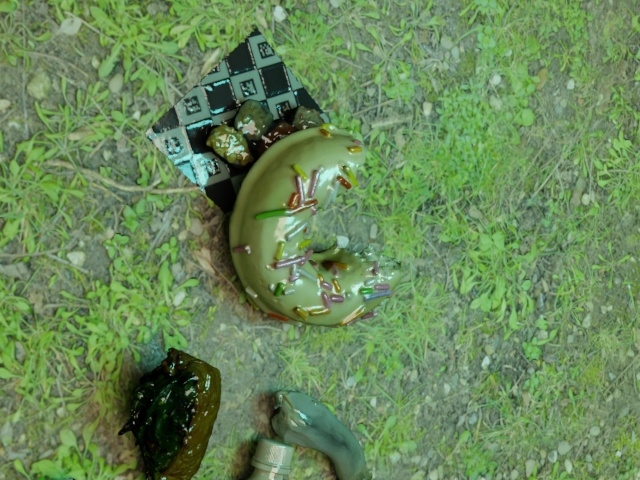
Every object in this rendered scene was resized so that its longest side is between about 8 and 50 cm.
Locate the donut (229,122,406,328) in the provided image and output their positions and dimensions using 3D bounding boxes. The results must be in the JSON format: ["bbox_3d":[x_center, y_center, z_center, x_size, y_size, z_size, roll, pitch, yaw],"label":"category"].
[{"bbox_3d":[-0.008,-0.004,1.699,0.307,0.150,0.371,-28,116,-20],"label":"donut"}]

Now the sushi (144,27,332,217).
[{"bbox_3d":[-0.110,-0.189,1.712,0.292,0.059,0.294,47,71,-22],"label":"sushi"}]

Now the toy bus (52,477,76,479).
[{"bbox_3d":[-0.421,0.469,1.524,0.072,0.057,0.172,5,59,-27],"label":"toy bus"}]

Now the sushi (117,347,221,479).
[{"bbox_3d":[-0.261,0.300,1.601,0.140,0.149,0.287,-7,121,-58],"label":"sushi"}]

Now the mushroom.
[{"bbox_3d":[0.007,0.371,1.780,0.278,0.099,0.096,45,77,-26],"label":"mushroom"}]

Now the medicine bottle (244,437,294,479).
[{"bbox_3d":[-0.110,0.482,1.704,0.114,0.114,0.252,19,83,-29],"label":"medicine bottle"}]
